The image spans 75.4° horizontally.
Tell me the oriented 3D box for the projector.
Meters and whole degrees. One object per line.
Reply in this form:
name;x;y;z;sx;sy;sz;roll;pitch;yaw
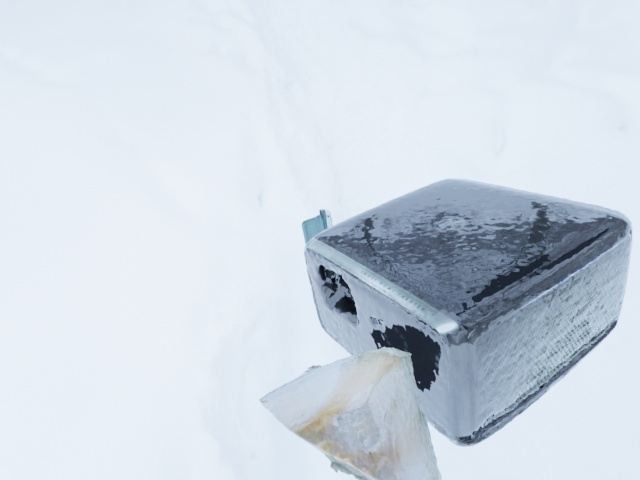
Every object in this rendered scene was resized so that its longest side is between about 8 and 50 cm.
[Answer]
projector;0.241;0.075;0.734;0.405;0.242;0.395;-24;27;-23

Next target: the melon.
melon;0.051;0.168;0.390;0.202;0.093;0.140;31;81;0

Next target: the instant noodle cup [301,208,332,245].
instant noodle cup;0.000;0.000;1.078;0.070;0.179;0.157;-10;92;5

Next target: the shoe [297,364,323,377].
shoe;0.001;0.270;0.667;0.092;0.089;0.180;-13;10;-35
